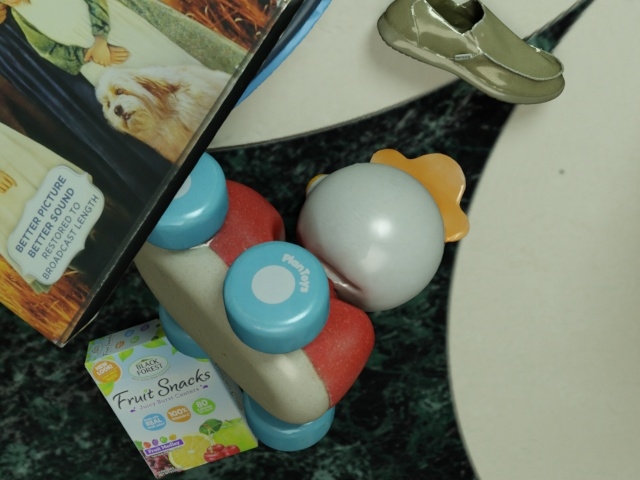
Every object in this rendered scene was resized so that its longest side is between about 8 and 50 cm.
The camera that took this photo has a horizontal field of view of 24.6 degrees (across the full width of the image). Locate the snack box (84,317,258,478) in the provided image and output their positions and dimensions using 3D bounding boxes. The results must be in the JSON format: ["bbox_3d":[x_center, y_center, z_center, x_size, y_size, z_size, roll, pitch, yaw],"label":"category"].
[{"bbox_3d":[-0.126,0.133,1.264,0.100,0.037,0.141,-20,121,10],"label":"snack box"}]

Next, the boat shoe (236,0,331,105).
[{"bbox_3d":[-0.081,-0.143,1.037,0.089,0.109,0.258,38,114,-20],"label":"boat shoe"}]

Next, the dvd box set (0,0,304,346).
[{"bbox_3d":[-0.252,-0.169,0.950,0.420,0.062,0.308,38,117,1],"label":"dvd box set"}]

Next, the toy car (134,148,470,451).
[{"bbox_3d":[0.000,0.000,1.115,0.238,0.210,0.219,-38,155,-18],"label":"toy car"}]

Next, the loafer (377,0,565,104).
[{"bbox_3d":[0.115,-0.143,1.067,0.148,0.056,0.050,17,129,-12],"label":"loafer"}]
